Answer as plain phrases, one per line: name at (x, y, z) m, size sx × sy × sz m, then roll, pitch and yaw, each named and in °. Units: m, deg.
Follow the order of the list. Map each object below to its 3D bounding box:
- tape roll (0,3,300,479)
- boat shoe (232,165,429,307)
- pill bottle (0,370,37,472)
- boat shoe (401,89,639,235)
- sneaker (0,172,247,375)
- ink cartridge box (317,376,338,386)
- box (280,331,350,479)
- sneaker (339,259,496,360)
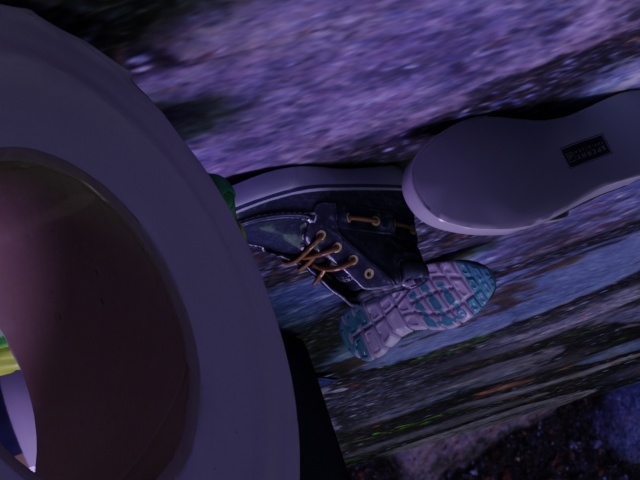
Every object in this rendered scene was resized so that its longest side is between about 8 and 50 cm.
tape roll at (-0.132, 0.048, 0.773) m, size 0.100 × 0.286 × 0.286 m, roll -26°, pitch 167°, yaw 31°
boat shoe at (0.000, 0.000, 1.251) m, size 0.183 × 0.083 × 0.065 m, roll -7°, pitch 164°, yaw -44°
pill bottle at (-0.241, 0.135, 1.352) m, size 0.265 × 0.153 × 0.153 m, roll -20°, pitch 169°, yaw 5°
boat shoe at (0.139, -0.042, 1.284) m, size 0.219 × 0.077 × 0.070 m, roll -13°, pitch 167°, yaw -32°
sneaker at (-0.173, 0.008, 0.983) m, size 0.296 × 0.123 × 0.109 m, roll -3°, pitch -162°, yaw -30°
ink cartridge box at (-0.130, 0.209, 2.129) m, size 0.186 × 0.065 × 0.311 m, roll -25°, pitch 169°, yaw 33°
box at (-0.236, 0.270, 1.663) m, size 0.472 × 0.297 × 0.480 m, roll -22°, pitch 169°, yaw 9°
sneaker at (0.094, 0.051, 1.750) m, size 0.166 × 0.065 × 0.076 m, roll -22°, pitch -175°, yaw 37°
